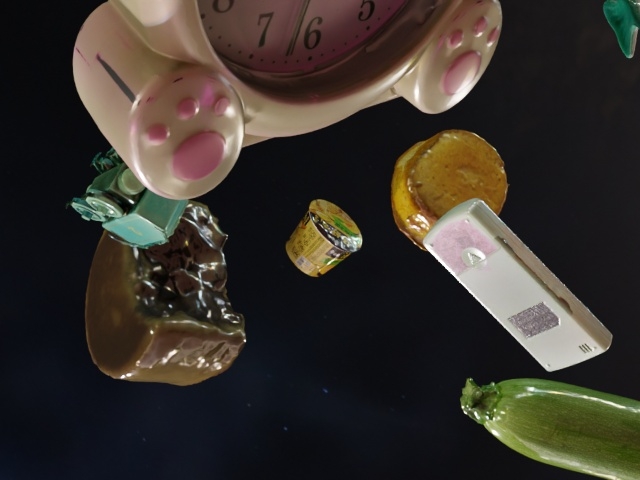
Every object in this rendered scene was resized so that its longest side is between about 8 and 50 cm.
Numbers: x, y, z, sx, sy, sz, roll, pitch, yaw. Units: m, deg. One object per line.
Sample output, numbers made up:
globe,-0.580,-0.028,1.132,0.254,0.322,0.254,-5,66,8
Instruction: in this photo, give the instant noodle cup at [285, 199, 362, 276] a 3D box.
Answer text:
instant noodle cup,0.000,0.000,1.591,0.151,0.152,0.122,28,-56,-31

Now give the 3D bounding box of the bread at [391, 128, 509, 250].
bread,0.273,-0.105,1.498,0.268,0.146,0.269,4,-108,-11

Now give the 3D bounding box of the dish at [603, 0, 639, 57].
dish,0.365,-0.299,0.718,0.078,0.246,0.224,-13,-114,0

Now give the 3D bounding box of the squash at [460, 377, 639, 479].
squash,0.367,0.246,0.879,0.394,0.107,0.107,17,-88,-1

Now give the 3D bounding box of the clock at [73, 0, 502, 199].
clock,-0.003,-0.191,0.387,0.283,0.114,0.310,-21,-37,-26

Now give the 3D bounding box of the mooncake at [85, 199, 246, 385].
mooncake,-0.314,0.097,1.475,0.246,0.393,0.395,20,-101,-43

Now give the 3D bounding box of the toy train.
toy train,-0.321,-0.067,1.205,0.163,0.203,0.112,33,-111,-27

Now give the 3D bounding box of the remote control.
remote control,0.333,0.080,1.224,0.344,0.145,0.050,46,-128,-3
